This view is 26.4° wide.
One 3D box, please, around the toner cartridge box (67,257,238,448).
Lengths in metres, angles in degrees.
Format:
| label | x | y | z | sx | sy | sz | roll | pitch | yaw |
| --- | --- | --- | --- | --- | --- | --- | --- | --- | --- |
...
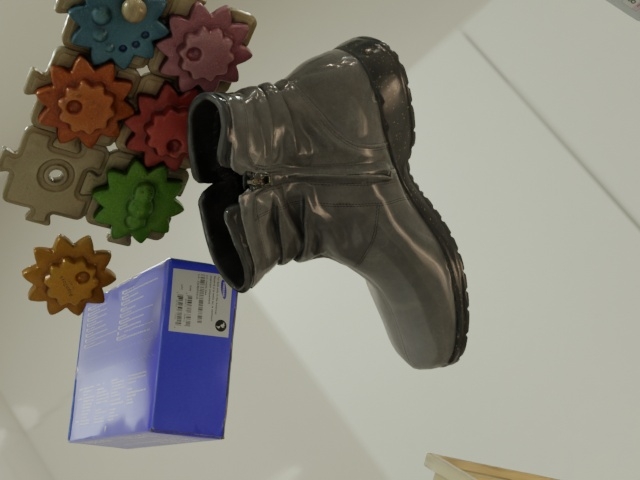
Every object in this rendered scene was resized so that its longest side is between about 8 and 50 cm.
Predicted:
| label | x | y | z | sx | sy | sz | roll | pitch | yaw |
| --- | --- | --- | --- | --- | --- | --- | --- | --- | --- |
| toner cartridge box | -0.180 | 0.127 | 1.411 | 0.075 | 0.165 | 0.348 | 11 | -13 | -21 |

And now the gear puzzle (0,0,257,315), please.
| label | x | y | z | sx | sy | sz | roll | pitch | yaw |
| --- | --- | --- | --- | --- | --- | --- | --- | --- | --- |
| gear puzzle | -0.190 | -0.070 | 1.214 | 0.175 | 0.044 | 0.339 | 15 | -65 | -25 |

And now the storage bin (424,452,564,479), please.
| label | x | y | z | sx | sy | sz | roll | pitch | yaw |
| --- | --- | --- | --- | --- | --- | --- | --- | --- | --- |
| storage bin | 0.237 | 0.280 | 1.057 | 0.260 | 0.262 | 0.123 | 15 | -88 | -25 |

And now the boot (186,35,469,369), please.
| label | x | y | z | sx | sy | sz | roll | pitch | yaw |
| --- | --- | --- | --- | --- | --- | --- | --- | --- | --- |
| boot | 0.000 | 0.000 | 1.239 | 0.223 | 0.338 | 0.118 | -29 | 17 | -35 |

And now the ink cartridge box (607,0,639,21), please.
| label | x | y | z | sx | sy | sz | roll | pitch | yaw |
| --- | --- | --- | --- | --- | --- | --- | --- | --- | --- |
| ink cartridge box | 0.325 | -0.394 | 1.624 | 0.066 | 0.232 | 0.189 | -49 | 15 | 58 |
